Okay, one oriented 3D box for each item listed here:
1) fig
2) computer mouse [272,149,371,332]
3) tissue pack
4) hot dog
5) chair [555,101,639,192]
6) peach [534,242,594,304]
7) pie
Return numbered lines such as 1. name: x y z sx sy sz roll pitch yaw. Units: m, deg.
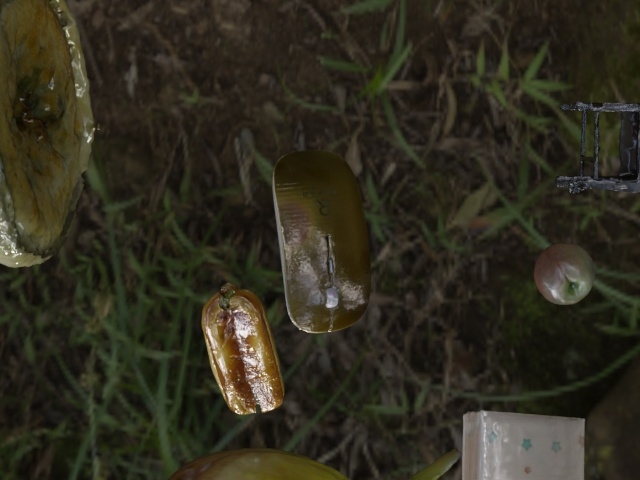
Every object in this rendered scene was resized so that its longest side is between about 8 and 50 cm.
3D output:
1. fig: -0.006 0.208 0.880 0.257 0.159 0.159 -21 142 -22
2. computer mouse: 0.000 0.000 1.608 0.125 0.245 0.056 -5 178 -23
3. tissue pack: 0.266 0.393 1.594 0.170 0.326 0.071 6 170 -20
4. hot dog: -0.113 0.160 1.760 0.100 0.068 0.250 -9 130 1
5. chair: 0.391 -0.114 1.378 0.229 0.106 0.113 0 97 3
6. peach: 0.315 0.042 1.564 0.083 0.083 0.083 3 137 3
7. pie: -0.270 -0.111 1.112 0.055 0.274 0.274 2 137 9
